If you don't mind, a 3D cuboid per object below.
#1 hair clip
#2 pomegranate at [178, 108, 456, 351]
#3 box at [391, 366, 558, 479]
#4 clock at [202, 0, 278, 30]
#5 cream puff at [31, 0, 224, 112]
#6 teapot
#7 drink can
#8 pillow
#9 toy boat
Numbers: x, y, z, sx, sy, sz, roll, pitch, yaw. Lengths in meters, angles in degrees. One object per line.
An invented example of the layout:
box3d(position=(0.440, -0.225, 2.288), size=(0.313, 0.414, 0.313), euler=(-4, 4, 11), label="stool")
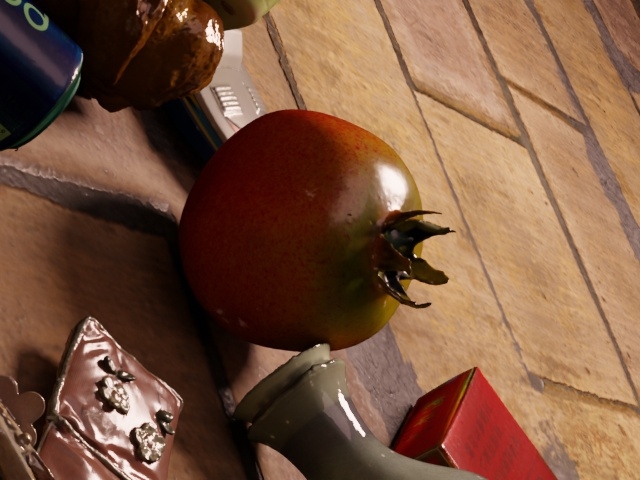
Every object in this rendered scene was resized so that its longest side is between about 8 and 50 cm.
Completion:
box3d(position=(-0.243, 0.090, 1.195), size=(0.214, 0.062, 0.056), euler=(55, 1, 13), label="hair clip")
box3d(position=(0.000, 0.000, 1.546), size=(0.221, 0.256, 0.221), euler=(-23, 120, -47), label="pomegranate")
box3d(position=(0.193, 0.303, 1.731), size=(0.313, 0.089, 0.197), euler=(54, 23, -6), label="box")
box3d(position=(-0.132, -0.296, 1.583), size=(0.232, 0.069, 0.170), euler=(51, -14, -18), label="clock")
box3d(position=(-0.192, -0.223, 1.519), size=(0.269, 0.155, 0.241), euler=(43, -7, -16), label="cream puff")
box3d(position=(0.042, 0.213, 1.474), size=(0.251, 0.183, 0.183), euler=(52, 22, 15), label="teapot")
box3d(position=(-0.288, -0.169, 1.360), size=(0.205, 0.118, 0.118), euler=(45, 27, -28), label="drink can")
box3d(position=(-0.160, 0.168, 1.283), size=(0.126, 0.043, 0.232), euler=(41, 31, -25), label="pillow")
box3d(position=(-0.102, -0.151, 1.720), size=(0.295, 0.088, 0.129), euler=(62, 24, 12), label="toy boat")
